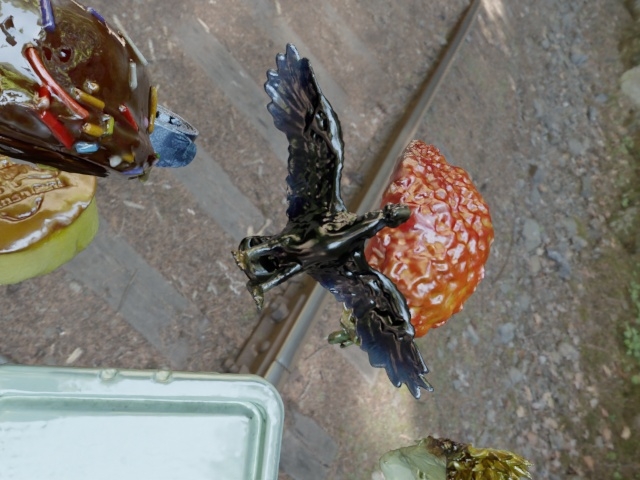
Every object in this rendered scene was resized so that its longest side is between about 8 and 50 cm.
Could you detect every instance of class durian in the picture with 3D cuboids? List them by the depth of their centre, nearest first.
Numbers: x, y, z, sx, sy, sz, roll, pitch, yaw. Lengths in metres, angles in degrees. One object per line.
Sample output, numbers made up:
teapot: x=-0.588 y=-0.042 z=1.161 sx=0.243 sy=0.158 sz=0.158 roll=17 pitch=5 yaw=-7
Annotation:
durian: x=0.148 y=0.298 z=0.691 sx=0.139 sy=0.252 sz=0.144 roll=34 pitch=68 yaw=7

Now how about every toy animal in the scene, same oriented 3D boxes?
toy animal: x=0.000 y=0.000 z=0.343 sx=0.062 sy=0.108 sz=0.220 roll=-84 pitch=150 yaw=-85

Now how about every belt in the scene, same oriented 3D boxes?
belt: x=-0.290 y=-0.180 z=0.926 sx=0.190 sy=0.082 sz=0.141 roll=24 pitch=17 yaw=-25

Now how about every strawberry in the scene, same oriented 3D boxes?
strawberry: x=0.097 y=0.003 z=0.528 sx=0.107 sy=0.175 sz=0.235 roll=21 pitch=72 yaw=7

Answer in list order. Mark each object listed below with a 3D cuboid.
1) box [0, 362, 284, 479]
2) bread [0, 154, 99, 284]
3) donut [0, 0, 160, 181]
box: x=-0.218 y=0.218 z=0.640 sx=0.312 sy=0.182 sz=0.175 roll=7 pitch=85 yaw=-20
bread: x=-0.291 y=-0.019 z=0.536 sx=0.156 sy=0.086 sz=0.125 roll=9 pitch=46 yaw=1
donut: x=-0.203 y=-0.104 z=0.356 sx=0.216 sy=0.230 sz=0.095 roll=13 pitch=87 yaw=-34
